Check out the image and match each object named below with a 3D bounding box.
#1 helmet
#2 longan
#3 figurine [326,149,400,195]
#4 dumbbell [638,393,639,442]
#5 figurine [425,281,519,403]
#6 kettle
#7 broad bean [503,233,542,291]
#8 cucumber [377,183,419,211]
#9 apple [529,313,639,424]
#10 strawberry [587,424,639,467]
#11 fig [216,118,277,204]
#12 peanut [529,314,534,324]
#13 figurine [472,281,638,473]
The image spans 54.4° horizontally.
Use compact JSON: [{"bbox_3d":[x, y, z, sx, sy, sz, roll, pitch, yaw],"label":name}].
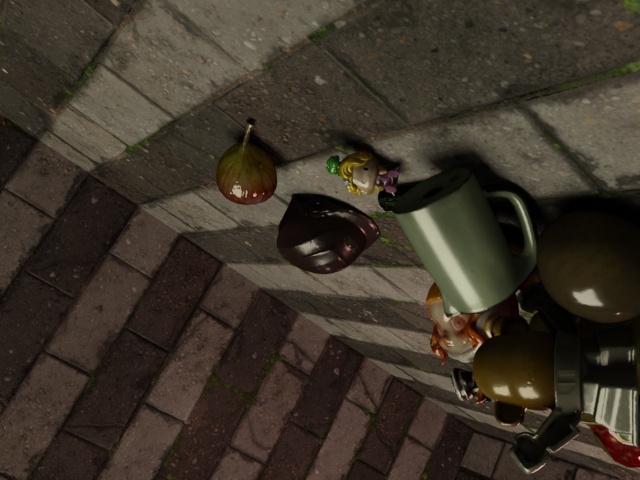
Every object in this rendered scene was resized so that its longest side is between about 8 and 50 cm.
[{"bbox_3d":[0.000,0.000,1.735,0.305,0.177,0.225,11,154,48],"label":"helmet"},{"bbox_3d":[0.482,0.045,1.085,0.220,0.196,0.196,33,166,22],"label":"longan"},{"bbox_3d":[0.090,-0.143,1.334,0.156,0.095,0.115,9,-178,4],"label":"figurine"},{"bbox_3d":[0.728,0.281,1.149,0.156,0.316,0.143,60,172,-9],"label":"dumbbell"},{"bbox_3d":[0.356,0.191,1.407,0.196,0.323,0.320,-13,170,-22],"label":"figurine"},{"bbox_3d":[0.291,-0.006,1.181,0.255,0.240,0.165,59,-174,-12],"label":"kettle"},{"bbox_3d":[0.423,0.044,1.349,0.165,0.084,0.114,36,155,-9],"label":"broad bean"},{"bbox_3d":[0.207,-0.098,1.342,0.214,0.052,0.058,-4,115,57],"label":"cucumber"},{"bbox_3d":[0.582,0.240,1.319,0.254,0.292,0.292,-12,143,28],"label":"apple"},{"bbox_3d":[0.809,0.392,1.468,0.345,0.295,0.318,-14,101,41],"label":"strawberry"},{"bbox_3d":[-0.179,-0.205,1.561,0.160,0.231,0.143,24,-154,19],"label":"fig"},{"bbox_3d":[0.588,0.217,1.603,0.082,0.082,0.187,26,162,9],"label":"peanut"},{"bbox_3d":[0.423,0.241,1.139,0.284,0.343,0.167,-2,130,23],"label":"figurine"}]
